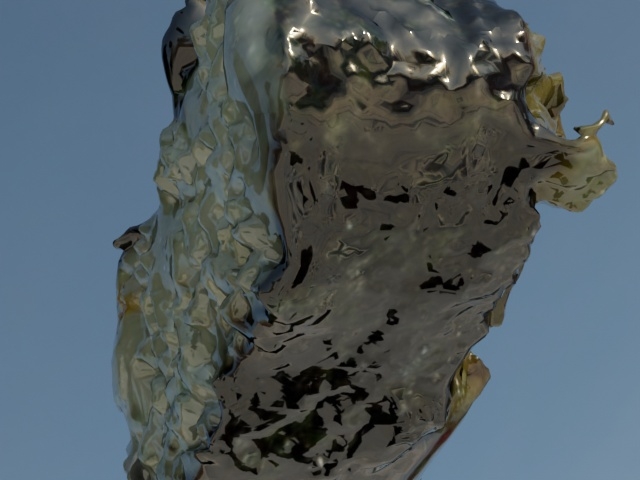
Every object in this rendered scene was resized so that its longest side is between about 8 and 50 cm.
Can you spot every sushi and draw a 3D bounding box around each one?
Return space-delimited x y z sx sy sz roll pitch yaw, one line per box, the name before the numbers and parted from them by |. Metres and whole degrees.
sushi | 0.000 0.000 0.529 0.115 0.147 0.212 -3 -49 -23
